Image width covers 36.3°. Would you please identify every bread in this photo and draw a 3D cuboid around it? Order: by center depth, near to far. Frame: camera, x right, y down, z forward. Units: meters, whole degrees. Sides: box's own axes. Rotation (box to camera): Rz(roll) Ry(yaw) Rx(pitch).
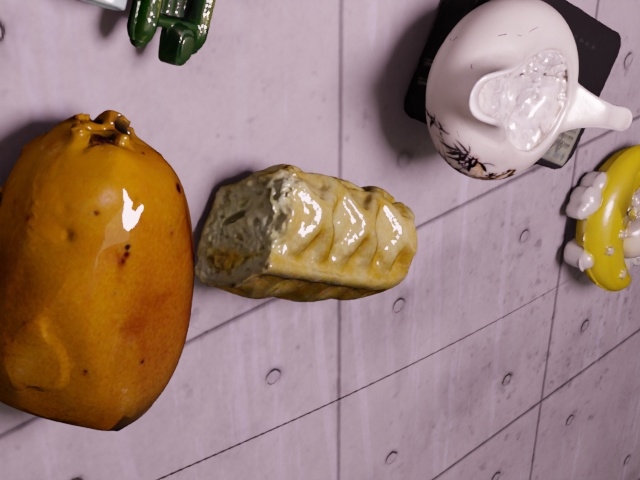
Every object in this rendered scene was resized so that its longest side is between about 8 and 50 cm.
[{"bbox_3d":[0.000,0.000,1.064,0.152,0.130,0.267,-37,152,31],"label":"bread"}]

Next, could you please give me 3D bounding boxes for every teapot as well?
[{"bbox_3d":[0.230,-0.168,1.107,0.299,0.165,0.209,0,101,-35],"label":"teapot"}]

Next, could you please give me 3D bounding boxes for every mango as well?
[{"bbox_3d":[-0.200,0.032,0.851,0.201,0.152,0.287,-22,130,-47],"label":"mango"}]

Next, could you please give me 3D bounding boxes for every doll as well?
[{"bbox_3d":[0.491,-0.030,1.581,0.252,0.111,0.237,-34,118,-27],"label":"doll"}]

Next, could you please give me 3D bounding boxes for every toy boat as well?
[{"bbox_3d":[-0.113,-0.257,0.846,0.104,0.052,0.210,-6,117,-59],"label":"toy boat"}]

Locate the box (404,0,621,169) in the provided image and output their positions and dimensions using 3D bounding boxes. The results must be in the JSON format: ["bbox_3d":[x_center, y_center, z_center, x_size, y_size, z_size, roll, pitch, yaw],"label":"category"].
[{"bbox_3d":[0.257,-0.217,1.261,0.350,0.058,0.211,11,106,-49],"label":"box"}]

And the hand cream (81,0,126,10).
[{"bbox_3d":[-0.165,-0.279,0.794,0.076,0.047,0.174,8,97,-48],"label":"hand cream"}]
